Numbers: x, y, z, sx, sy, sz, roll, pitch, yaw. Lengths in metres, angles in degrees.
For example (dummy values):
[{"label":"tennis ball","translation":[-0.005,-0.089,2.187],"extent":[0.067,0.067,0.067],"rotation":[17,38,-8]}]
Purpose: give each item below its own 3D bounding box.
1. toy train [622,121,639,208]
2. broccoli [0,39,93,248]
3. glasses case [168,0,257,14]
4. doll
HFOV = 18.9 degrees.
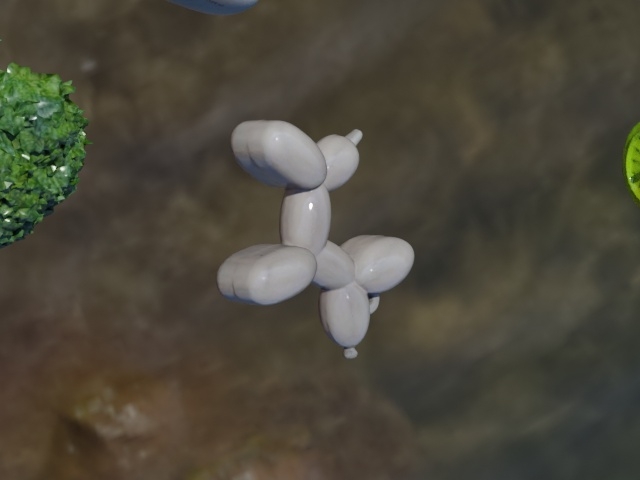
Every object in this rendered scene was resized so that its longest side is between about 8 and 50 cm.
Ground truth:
[{"label":"toy train","translation":[0.325,-0.122,1.440],"extent":[0.100,0.160,0.296],"rotation":[-10,124,-33]},{"label":"broccoli","translation":[-0.346,-0.084,1.122],"extent":[0.321,0.413,0.310],"rotation":[-27,125,-40]},{"label":"glasses case","translation":[-0.137,-0.243,1.643],"extent":[0.193,0.049,0.074],"rotation":[24,155,-32]},{"label":"doll","translation":[0.000,0.000,1.322],"extent":[0.160,0.059,0.161],"rotation":[6,87,-45]}]
